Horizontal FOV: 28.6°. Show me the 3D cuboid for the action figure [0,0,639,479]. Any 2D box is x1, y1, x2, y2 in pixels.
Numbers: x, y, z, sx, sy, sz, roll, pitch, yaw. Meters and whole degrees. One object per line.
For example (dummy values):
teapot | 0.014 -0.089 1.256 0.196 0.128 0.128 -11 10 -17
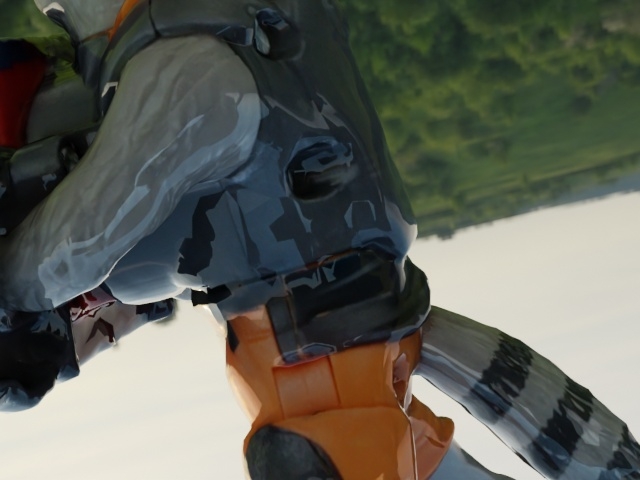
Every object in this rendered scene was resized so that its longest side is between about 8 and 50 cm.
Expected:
action figure | 0.000 0.000 0.485 0.178 0.330 0.341 -28 -169 17
